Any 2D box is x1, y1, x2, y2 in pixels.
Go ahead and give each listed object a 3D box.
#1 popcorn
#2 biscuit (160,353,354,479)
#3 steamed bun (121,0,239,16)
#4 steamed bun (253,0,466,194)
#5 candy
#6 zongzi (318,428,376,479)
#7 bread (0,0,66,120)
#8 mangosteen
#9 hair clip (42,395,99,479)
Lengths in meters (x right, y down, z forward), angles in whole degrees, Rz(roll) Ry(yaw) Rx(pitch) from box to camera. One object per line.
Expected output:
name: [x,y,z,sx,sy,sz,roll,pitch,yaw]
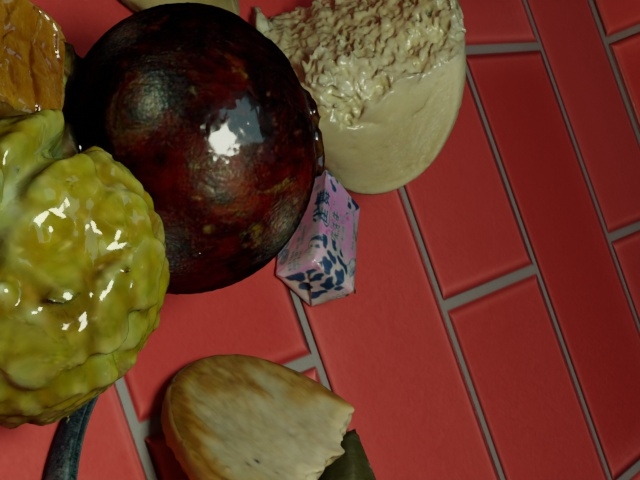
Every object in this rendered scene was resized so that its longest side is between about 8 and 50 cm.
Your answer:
popcorn: [-0.269,0.037,1.376,0.282,0.247,0.282,26,49,-34]
biscuit: [-0.078,0.210,1.695,0.204,0.040,0.309,33,24,2]
steamed bun: [-0.173,-0.335,1.897,0.212,0.110,0.231,-6,75,-59]
steamed bun: [0.090,-0.230,2.082,0.273,0.272,0.290,51,25,-35]
candy: [0.000,0.000,2.013,0.092,0.073,0.160,46,37,-38]
zongzi: [-0.033,0.339,1.681,0.356,0.174,0.393,24,39,-42]
bread: [-0.338,-0.155,1.462,0.143,0.158,0.149,33,50,-49]
mangosteen: [-0.176,-0.092,1.620,0.306,0.359,0.306,173,-90,-87]
hair clip: [-0.241,0.249,1.487,0.083,0.048,0.275,35,43,-40]
